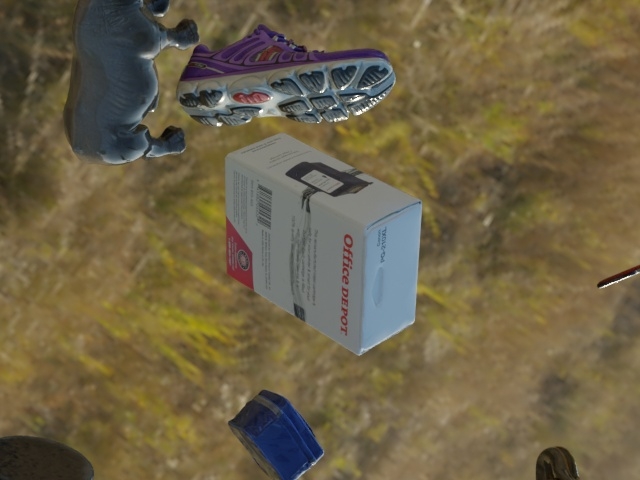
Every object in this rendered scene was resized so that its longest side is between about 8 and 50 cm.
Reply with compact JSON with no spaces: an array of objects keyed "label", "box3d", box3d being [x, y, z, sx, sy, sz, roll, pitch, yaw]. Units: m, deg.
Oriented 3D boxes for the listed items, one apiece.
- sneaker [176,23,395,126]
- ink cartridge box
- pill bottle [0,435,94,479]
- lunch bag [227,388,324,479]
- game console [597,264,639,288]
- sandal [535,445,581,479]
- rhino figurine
[{"label":"sneaker","box3d":[-0.028,-0.130,1.045,0.068,0.170,0.071,54,40,-58]},{"label":"ink cartridge box","box3d":[0.000,0.000,1.664,0.100,0.237,0.172,-25,130,-37]},{"label":"pill bottle","box3d":[-0.256,0.279,1.168,0.123,0.122,0.219,-17,127,-63]},{"label":"lunch bag","box3d":[-0.042,0.208,1.496,0.065,0.067,0.098,-41,114,-17]},{"label":"game console","box3d":[0.330,0.033,1.193,0.144,0.124,0.085,-17,141,-42]},{"label":"sandal","box3d":[0.215,0.246,1.288,0.219,0.060,0.090,-103,-166,-74]},{"label":"rhino figurine","box3d":[-0.154,-0.163,1.123,0.106,0.073,0.243,-26,137,-40]}]
